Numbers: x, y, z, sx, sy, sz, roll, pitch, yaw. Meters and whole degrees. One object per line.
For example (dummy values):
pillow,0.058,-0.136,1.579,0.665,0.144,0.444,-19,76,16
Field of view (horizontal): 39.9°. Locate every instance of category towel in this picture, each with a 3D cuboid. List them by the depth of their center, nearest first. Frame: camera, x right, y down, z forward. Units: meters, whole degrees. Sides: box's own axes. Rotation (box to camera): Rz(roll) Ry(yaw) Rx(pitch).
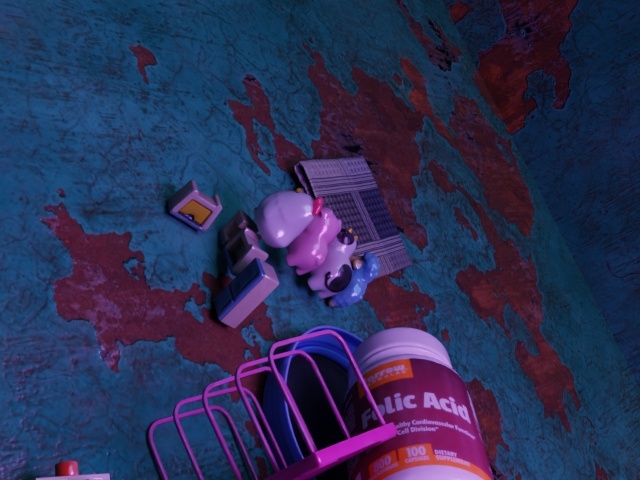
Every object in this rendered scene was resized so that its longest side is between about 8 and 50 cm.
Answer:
towel,0.073,-0.051,2.043,0.324,0.056,0.312,-11,76,-60

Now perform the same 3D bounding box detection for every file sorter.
file sorter,-0.082,0.278,1.295,0.202,0.291,0.182,-3,63,-56

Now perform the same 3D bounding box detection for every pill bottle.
pill bottle,0.151,0.328,1.437,0.224,0.224,0.392,43,19,-23

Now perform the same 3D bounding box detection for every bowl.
bowl,0.046,0.349,1.615,0.391,0.077,0.391,35,37,-33

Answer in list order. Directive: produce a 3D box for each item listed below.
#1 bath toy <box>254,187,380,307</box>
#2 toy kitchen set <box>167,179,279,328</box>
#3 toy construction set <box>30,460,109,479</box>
bath toy,0.000,0.000,1.722,0.348,0.129,0.151,45,25,-52
toy kitchen set,-0.193,0.021,1.563,0.166,0.122,0.207,34,19,-34
toy construction set,-0.302,0.401,1.006,0.215,0.151,0.327,0,52,-27
